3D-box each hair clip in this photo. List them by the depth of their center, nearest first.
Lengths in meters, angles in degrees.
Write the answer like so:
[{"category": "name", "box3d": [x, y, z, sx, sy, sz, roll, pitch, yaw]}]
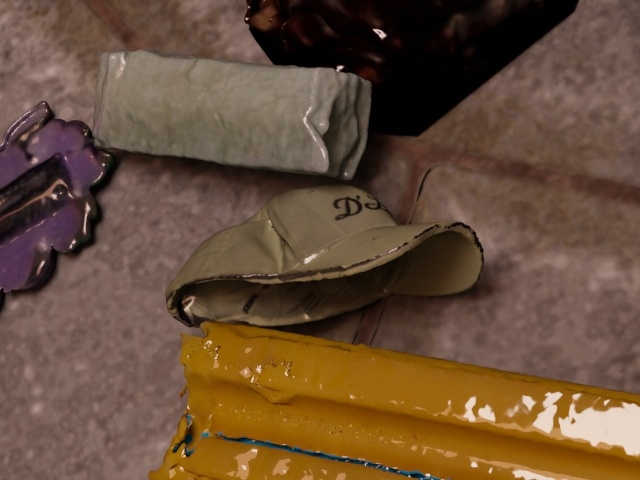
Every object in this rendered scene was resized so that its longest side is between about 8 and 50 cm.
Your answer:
[{"category": "hair clip", "box3d": [-0.222, -0.016, 1.025, 0.195, 0.052, 0.124, -32, 71, 4]}]

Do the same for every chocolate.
[{"category": "chocolate", "box3d": [0.029, -0.205, 0.912, 0.224, 0.177, 0.206, -38, 64, 6]}]

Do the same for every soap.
[{"category": "soap", "box3d": [0.063, 0.167, 0.828, 0.324, 0.096, 0.204, 10, 78, 24]}]

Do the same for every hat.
[{"category": "hat", "box3d": [0.004, 0.004, 0.887, 0.166, 0.122, 0.081, -10, 78, 42]}]

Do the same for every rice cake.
[{"category": "rice cake", "box3d": [-0.056, -0.078, 0.944, 0.206, 0.063, 0.069, 8, 92, 38]}]
